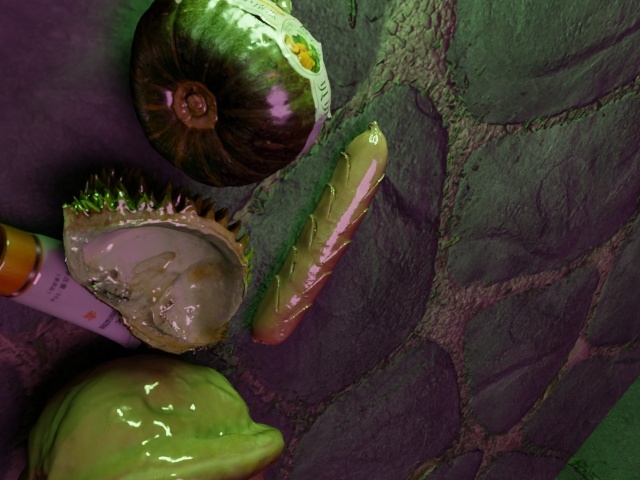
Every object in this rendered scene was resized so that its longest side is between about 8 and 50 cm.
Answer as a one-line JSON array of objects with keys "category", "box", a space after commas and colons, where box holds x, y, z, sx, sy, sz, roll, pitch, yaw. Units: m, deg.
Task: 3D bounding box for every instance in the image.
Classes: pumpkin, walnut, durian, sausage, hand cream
[{"category": "pumpkin", "box": [-0.115, -0.196, 1.049, 0.189, 0.260, 0.260, -50, 154, -56]}, {"category": "walnut", "box": [-0.253, 0.356, 1.245, 0.384, 0.383, 0.383, -21, 131, -27]}, {"category": "durian", "box": [-0.202, 0.042, 1.146, 0.198, 0.163, 0.394, -60, 150, -28]}, {"category": "sausage", "box": [0.002, 0.000, 1.379, 0.088, 0.088, 0.433, 15, 109, -44]}, {"category": "hand cream", "box": [-0.340, 0.067, 1.152, 0.314, 0.089, 0.139, 24, 90, -54]}]

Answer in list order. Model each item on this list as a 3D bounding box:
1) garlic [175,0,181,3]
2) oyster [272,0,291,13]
[{"category": "garlic", "box": [-0.226, -0.384, 0.817, 0.286, 0.249, 0.313, -44, 179, -10]}, {"category": "oyster", "box": [-0.069, -0.355, 1.081, 0.129, 0.079, 0.345, -25, 130, -35]}]
